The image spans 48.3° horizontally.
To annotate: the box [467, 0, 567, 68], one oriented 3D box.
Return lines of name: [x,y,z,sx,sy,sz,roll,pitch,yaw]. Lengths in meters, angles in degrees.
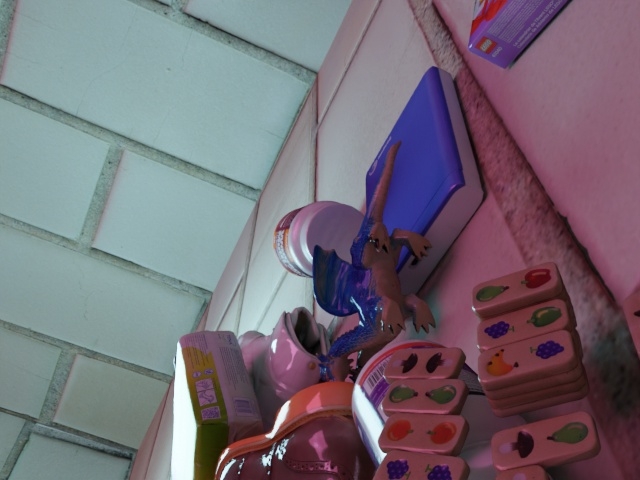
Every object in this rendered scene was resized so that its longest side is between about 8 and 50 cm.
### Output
box: [0.266,-0.352,0.760,0.293,0.057,0.201,131,159,-55]

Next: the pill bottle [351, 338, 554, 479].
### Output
pill bottle: [0.092,0.150,0.516,0.193,0.108,0.108,-132,64,-76]

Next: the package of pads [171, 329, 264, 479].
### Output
package of pads: [-0.157,0.309,1.056,0.229,0.101,0.297,-123,36,-59]

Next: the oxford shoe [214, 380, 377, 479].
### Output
oxford shoe: [-0.045,0.296,0.817,0.364,0.129,0.133,123,156,-45]

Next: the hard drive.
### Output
hard drive: [0.121,-0.072,0.931,0.319,0.040,0.210,-86,22,-54]

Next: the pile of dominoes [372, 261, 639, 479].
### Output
pile of dominoes: [0.108,0.107,0.384,0.195,0.040,0.251,-20,27,22]

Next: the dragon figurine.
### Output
dragon figurine: [0.046,0.040,0.792,0.144,0.085,0.289,-16,78,51]

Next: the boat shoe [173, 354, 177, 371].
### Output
boat shoe: [-0.191,0.288,1.258,0.114,0.091,0.303,-106,9,-51]

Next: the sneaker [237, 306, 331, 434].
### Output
sneaker: [-0.057,0.174,1.142,0.169,0.108,0.292,-64,23,10]

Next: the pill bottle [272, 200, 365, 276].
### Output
pill bottle: [0.000,0.000,1.132,0.221,0.121,0.121,171,120,-76]
